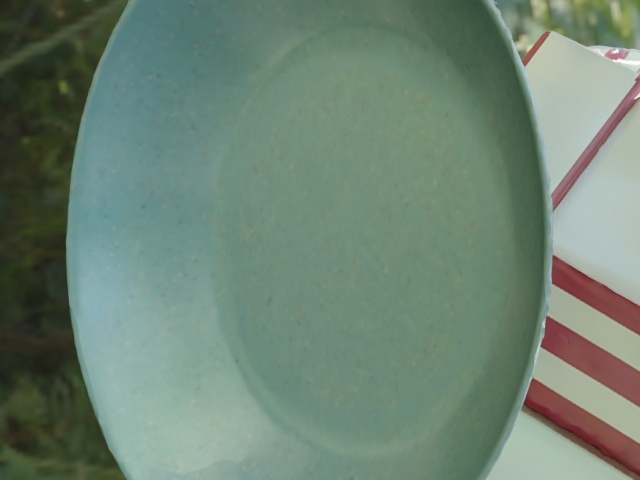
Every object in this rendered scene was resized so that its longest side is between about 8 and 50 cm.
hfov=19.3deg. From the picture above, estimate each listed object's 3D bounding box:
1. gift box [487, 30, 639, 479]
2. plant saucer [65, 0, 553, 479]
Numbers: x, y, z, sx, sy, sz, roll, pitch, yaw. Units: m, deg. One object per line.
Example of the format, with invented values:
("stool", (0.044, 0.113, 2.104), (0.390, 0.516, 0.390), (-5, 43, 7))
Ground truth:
("gift box", (0.125, 0.084, 0.766), (0.276, 0.258, 0.255), (-51, 156, -21))
("plant saucer", (0.000, 0.000, 0.525), (0.037, 0.195, 0.195), (2, 79, -43))
